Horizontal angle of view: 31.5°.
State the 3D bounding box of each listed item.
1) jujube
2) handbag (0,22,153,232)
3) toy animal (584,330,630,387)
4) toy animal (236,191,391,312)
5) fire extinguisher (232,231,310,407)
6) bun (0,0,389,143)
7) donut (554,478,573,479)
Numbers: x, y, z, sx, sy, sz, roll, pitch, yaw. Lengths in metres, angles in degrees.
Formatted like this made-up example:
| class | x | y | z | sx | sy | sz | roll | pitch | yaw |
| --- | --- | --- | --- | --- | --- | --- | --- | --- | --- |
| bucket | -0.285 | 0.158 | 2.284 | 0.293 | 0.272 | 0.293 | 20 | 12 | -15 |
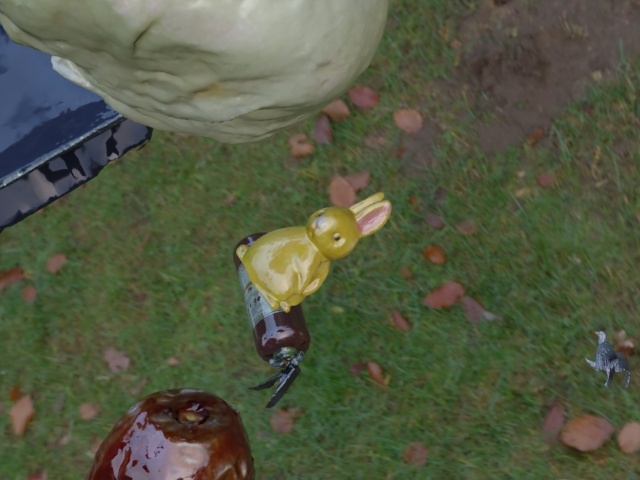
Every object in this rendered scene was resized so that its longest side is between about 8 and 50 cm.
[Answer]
| class | x | y | z | sx | sy | sz | roll | pitch | yaw |
| --- | --- | --- | --- | --- | --- | --- | --- | --- | --- |
| jujube | -0.170 | 0.275 | 1.242 | 0.183 | 0.183 | 0.243 | 32 | 123 | 26 |
| handbag | -0.419 | -0.194 | 1.497 | 0.303 | 0.122 | 0.329 | -33 | 66 | -18 |
| toy animal | 0.249 | 0.103 | 0.996 | 0.028 | 0.084 | 0.050 | -40 | 59 | 13 |
| toy animal | -0.002 | -0.003 | 1.145 | 0.159 | 0.070 | 0.083 | -36 | 76 | 9 |
| fire extinguisher | -0.066 | 0.102 | 1.432 | 0.099 | 0.071 | 0.231 | -36 | 47 | 22 |
| bun | -0.118 | -0.199 | 0.851 | 0.361 | 0.361 | 0.213 | 37 | 102 | 26 |
| donut | 0.317 | 0.372 | 1.457 | 0.140 | 0.059 | 0.140 | 4 | 60 | -7 |
